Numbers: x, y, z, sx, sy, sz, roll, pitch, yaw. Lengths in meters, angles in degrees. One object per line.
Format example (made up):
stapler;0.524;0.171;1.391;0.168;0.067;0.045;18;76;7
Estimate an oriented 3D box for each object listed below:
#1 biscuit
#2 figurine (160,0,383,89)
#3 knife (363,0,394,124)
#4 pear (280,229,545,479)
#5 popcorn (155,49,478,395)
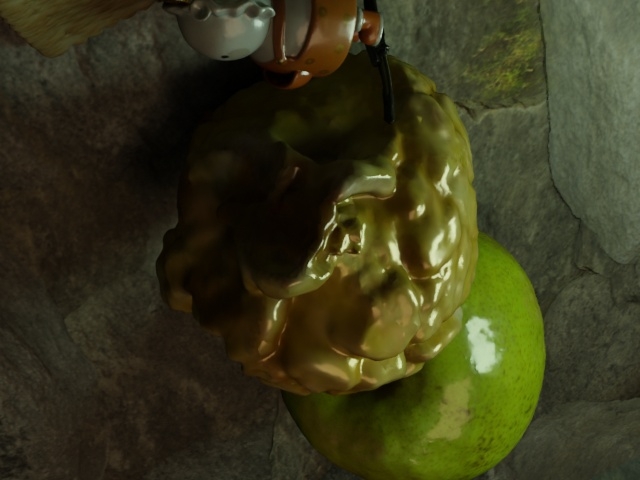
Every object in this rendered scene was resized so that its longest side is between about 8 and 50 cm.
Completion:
biscuit;-0.164;-0.287;1.719;0.325;0.044;0.217;-27;166;4
figurine;-0.060;-0.238;1.779;0.271;0.143;0.143;21;125;-33
knife;0.058;-0.221;1.889;0.021;0.222;0.045;5;157;-24
pear;0.131;0.145;2.341;0.391;0.391;0.391;-20;147;-13
popcorn;0.008;-0.011;1.979;0.344;0.354;0.390;-8;-152;42
